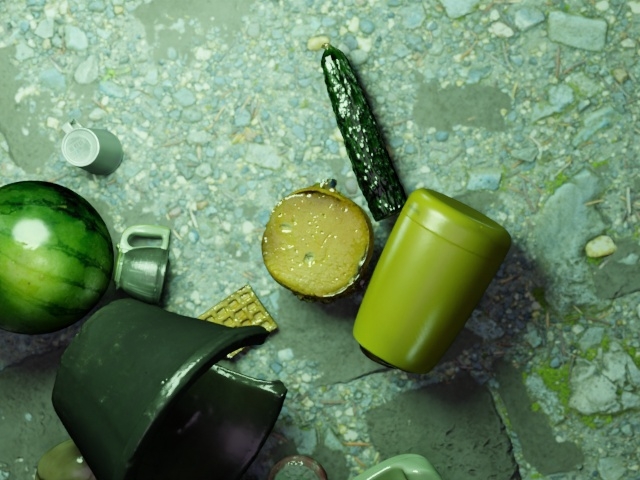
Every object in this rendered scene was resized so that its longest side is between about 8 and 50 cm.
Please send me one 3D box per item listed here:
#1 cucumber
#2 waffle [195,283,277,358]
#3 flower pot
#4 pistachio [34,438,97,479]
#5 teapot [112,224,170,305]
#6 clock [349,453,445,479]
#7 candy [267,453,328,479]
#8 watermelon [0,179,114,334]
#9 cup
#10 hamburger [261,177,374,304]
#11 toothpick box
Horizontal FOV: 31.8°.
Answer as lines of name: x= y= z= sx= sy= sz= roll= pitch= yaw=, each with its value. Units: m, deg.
cucumber: x=0.063 y=-0.174 z=1.780 sx=0.067 sy=0.067 sz=0.294 roll=-21 pitch=93 yaw=6
waffle: x=-0.148 y=0.143 z=1.850 sx=0.135 sy=0.021 sz=0.092 roll=-36 pitch=93 yaw=7
flower pot: x=-0.259 y=0.250 z=1.722 sx=0.251 sy=0.379 sz=0.379 roll=31 pitch=98 yaw=24
pistachio: x=-0.379 y=0.374 z=1.849 sx=0.184 sy=0.124 sz=0.125 roll=-17 pitch=95 yaw=-11
teapot: x=-0.291 y=0.041 z=1.818 sx=0.090 sy=0.124 sz=0.092 roll=12 pitch=130 yaw=-9
clock: x=0.088 y=0.520 z=1.803 sx=0.324 sy=0.108 sz=0.265 roll=-28 pitch=103 yaw=-5
candy: x=-0.038 y=0.405 z=1.862 sx=0.103 sy=0.043 sz=0.103 roll=1 pitch=99 yaw=6
watermelon: x=-0.444 y=0.027 z=1.748 sx=0.242 sy=0.242 sz=0.243 roll=0 pitch=97 yaw=3
cup: x=-0.374 y=-0.156 z=1.787 sx=0.074 sy=0.116 sz=0.104 roll=-38 pitch=86 yaw=5
hamburger: x=0.002 y=0.009 z=1.777 sx=0.191 sy=0.118 sz=0.182 roll=43 pitch=100 yaw=4
toothpick box: x=0.164 y=0.071 z=1.749 sx=0.175 sy=0.175 sz=0.271 roll=27 pitch=101 yaw=0
